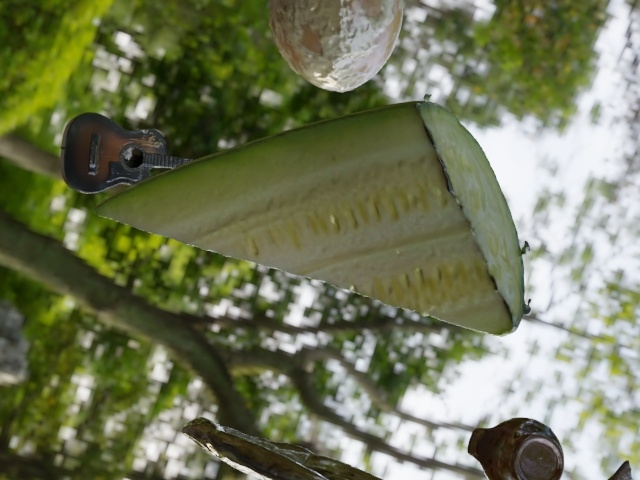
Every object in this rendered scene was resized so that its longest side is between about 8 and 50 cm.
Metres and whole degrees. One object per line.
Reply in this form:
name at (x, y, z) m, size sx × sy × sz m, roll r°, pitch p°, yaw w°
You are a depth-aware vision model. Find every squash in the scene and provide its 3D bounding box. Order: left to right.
squash at (0.000, 0.000, 1.173) m, size 0.289 × 0.203 × 0.111 m, roll -19°, pitch -166°, yaw 26°

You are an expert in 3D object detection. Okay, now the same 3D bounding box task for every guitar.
guitar at (-0.173, -0.088, 1.671) m, size 0.025 × 0.233 × 0.088 m, roll -176°, pitch -89°, yaw -69°

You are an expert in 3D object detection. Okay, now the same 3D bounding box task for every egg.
egg at (0.025, -0.335, 2.204) m, size 0.203 × 0.203 × 0.245 m, roll -104°, pitch -169°, yaw -62°

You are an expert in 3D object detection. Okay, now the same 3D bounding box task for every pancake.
pancake at (0.001, 0.207, 1.299) m, size 0.031 × 0.250 × 0.250 m, roll -68°, pitch -164°, yaw -4°

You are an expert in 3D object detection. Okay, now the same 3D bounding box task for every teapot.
teapot at (0.228, 0.255, 1.772) m, size 0.078 × 0.129 × 0.098 m, roll 1°, pitch -108°, yaw 55°

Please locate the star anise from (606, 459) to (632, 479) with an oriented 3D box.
star anise at (0.287, 0.313, 1.503) m, size 0.158 × 0.144 × 0.140 m, roll -20°, pitch -130°, yaw 34°
